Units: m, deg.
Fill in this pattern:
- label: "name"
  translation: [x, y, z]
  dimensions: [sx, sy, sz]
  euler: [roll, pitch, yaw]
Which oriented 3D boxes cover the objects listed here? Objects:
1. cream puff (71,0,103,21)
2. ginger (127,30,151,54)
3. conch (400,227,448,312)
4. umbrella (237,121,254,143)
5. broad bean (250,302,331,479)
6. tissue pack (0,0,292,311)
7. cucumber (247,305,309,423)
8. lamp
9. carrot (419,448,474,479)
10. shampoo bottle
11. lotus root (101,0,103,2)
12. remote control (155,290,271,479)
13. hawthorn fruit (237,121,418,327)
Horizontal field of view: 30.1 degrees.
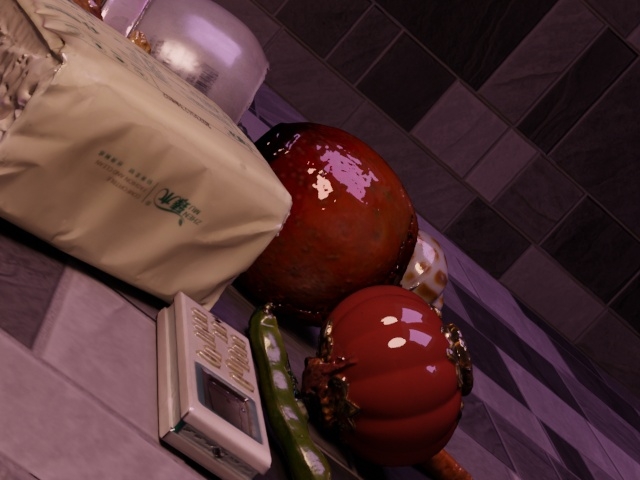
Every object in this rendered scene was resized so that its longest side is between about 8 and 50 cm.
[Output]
- label: "cream puff"
  translation: [-0.427, -0.328, 1.543]
  dimensions: [0.327, 0.231, 0.343]
  euler: [36, 11, -11]
- label: "ginger"
  translation: [-0.253, -0.172, 1.583]
  dimensions: [0.137, 0.213, 0.074]
  euler: [22, 19, -27]
- label: "conch"
  translation: [0.157, 0.059, 2.322]
  dimensions: [0.275, 0.183, 0.149]
  euler: [49, -20, 6]
- label: "umbrella"
  translation: [-0.161, -0.139, 2.111]
  dimensions: [0.143, 0.094, 0.349]
  euler: [45, 11, -22]
- label: "broad bean"
  translation: [-0.037, 0.178, 1.305]
  dimensions: [0.052, 0.053, 0.256]
  euler: [24, 33, -39]
- label: "tissue pack"
  translation: [-0.251, -0.115, 1.364]
  dimensions: [0.380, 0.207, 0.297]
  euler: [33, 12, -43]
- label: "cucumber"
  translation: [-0.058, 0.149, 1.456]
  dimensions: [0.043, 0.044, 0.257]
  euler: [63, 0, -28]
- label: "lamp"
  translation: [0.076, 0.167, 1.458]
  dimensions: [0.227, 0.227, 0.227]
  euler: [40, 10, -9]
- label: "carrot"
  translation: [0.138, 0.283, 1.624]
  dimensions: [0.224, 0.057, 0.057]
  euler: [42, 10, -18]
- label: "shampoo bottle"
  translation: [-0.235, -0.239, 1.754]
  dimensions: [0.266, 0.273, 0.273]
  euler: [32, 12, -10]
- label: "lotus root"
  translation: [-0.492, -0.488, 2.172]
  dimensions: [0.309, 0.173, 0.173]
  euler: [44, 10, 8]
- label: "remote control"
  translation: [-0.113, 0.146, 1.228]
  dimensions: [0.103, 0.055, 0.277]
  euler: [38, 11, -19]
- label: "hawthorn fruit"
  translation: [-0.014, -0.031, 1.712]
  dimensions: [0.316, 0.316, 0.316]
  euler: [40, 10, -9]
